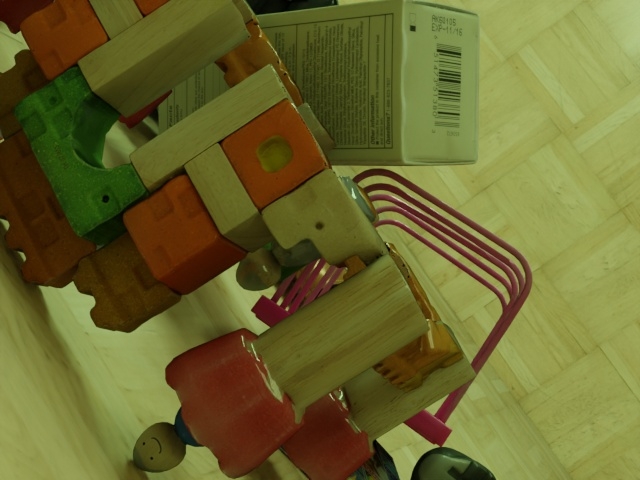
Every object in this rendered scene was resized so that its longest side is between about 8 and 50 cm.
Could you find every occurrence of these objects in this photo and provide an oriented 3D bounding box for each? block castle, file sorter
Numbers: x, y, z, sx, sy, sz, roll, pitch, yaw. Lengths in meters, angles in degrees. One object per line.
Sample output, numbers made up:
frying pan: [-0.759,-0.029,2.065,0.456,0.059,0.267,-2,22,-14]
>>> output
block castle: [-0.094,-0.037,0.847,0.453,0.213,0.303,60,5,19]
file sorter: [0.083,0.066,1.115,0.202,0.182,0.290,35,-4,8]

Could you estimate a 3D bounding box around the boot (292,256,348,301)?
boot: [0.000,0.000,1.481,0.220,0.109,0.283,55,11,23]

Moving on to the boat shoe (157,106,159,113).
boat shoe: [-0.146,-0.182,1.259,0.105,0.113,0.306,-93,178,-56]

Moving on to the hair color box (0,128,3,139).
hair color box: [-0.256,-0.145,0.708,0.093,0.053,0.167,64,10,-78]

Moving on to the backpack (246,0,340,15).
backpack: [-0.111,-0.270,1.415,0.225,0.253,0.191,37,8,-28]

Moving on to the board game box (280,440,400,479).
board game box: [0.014,0.193,1.060,0.201,0.035,0.136,49,10,-25]

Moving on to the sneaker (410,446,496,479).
sneaker: [0.130,0.277,1.186,0.106,0.101,0.267,45,-11,37]

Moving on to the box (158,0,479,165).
box: [-0.010,-0.142,1.080,0.121,0.311,0.147,-4,97,-49]
